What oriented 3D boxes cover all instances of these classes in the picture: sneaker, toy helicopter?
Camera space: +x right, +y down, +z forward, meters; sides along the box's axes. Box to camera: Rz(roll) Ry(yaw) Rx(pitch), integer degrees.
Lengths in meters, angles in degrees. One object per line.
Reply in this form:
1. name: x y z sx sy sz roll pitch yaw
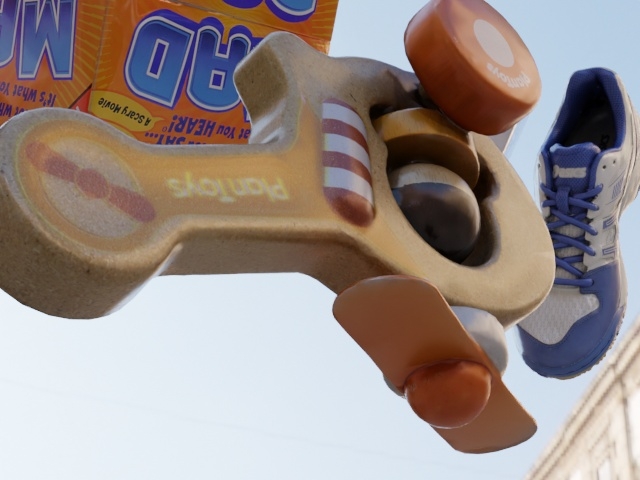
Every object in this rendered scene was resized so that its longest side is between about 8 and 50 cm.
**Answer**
1. sneaker: 0.224 -0.024 0.995 0.112 0.296 0.131 2 -30 27
2. toy helicopter: 0.000 0.000 0.520 0.355 0.235 0.140 -4 -26 -48

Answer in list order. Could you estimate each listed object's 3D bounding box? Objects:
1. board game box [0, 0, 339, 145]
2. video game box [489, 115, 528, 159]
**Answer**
1. board game box: -0.229 -0.291 1.333 0.356 0.356 0.356 17 9 39
2. video game box: 0.209 -0.087 1.413 0.048 0.205 0.187 24 5 9
